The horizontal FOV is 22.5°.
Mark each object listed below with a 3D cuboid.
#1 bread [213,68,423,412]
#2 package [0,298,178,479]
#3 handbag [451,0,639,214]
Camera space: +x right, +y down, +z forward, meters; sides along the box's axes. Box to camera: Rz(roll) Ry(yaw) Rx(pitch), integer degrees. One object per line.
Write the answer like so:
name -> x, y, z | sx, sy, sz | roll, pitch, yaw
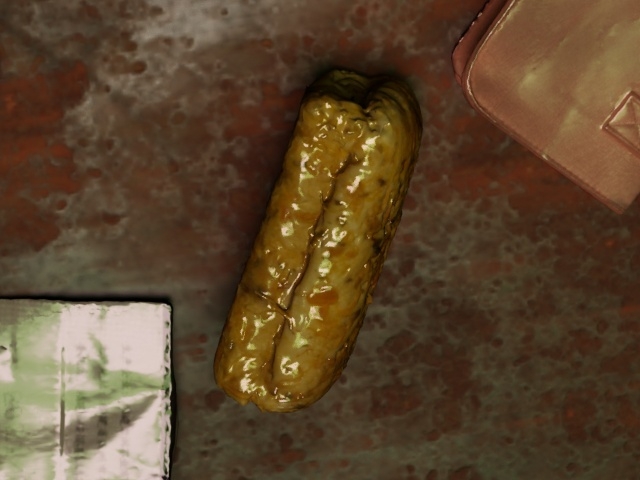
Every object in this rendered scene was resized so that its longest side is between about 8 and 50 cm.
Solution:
bread -> 0.000, 0.000, 0.989 | 0.083, 0.114, 0.211 | 19, 111, 6
package -> -0.196, 0.160, 1.066 | 0.204, 0.062, 0.250 | 0, 108, -5
handbag -> 0.196, -0.137, 0.973 | 0.157, 0.059, 0.212 | 35, 105, -16
